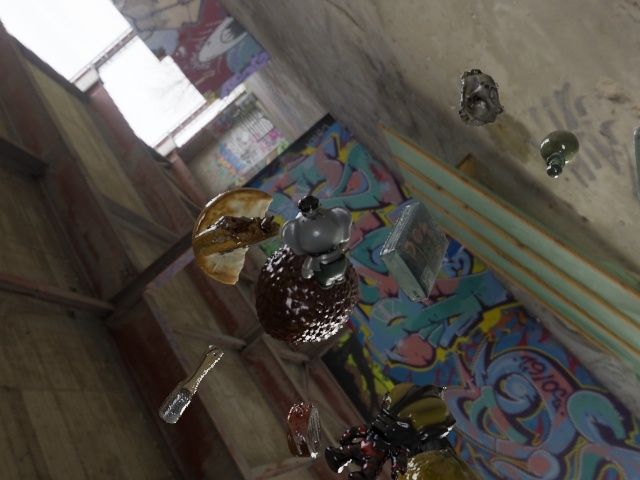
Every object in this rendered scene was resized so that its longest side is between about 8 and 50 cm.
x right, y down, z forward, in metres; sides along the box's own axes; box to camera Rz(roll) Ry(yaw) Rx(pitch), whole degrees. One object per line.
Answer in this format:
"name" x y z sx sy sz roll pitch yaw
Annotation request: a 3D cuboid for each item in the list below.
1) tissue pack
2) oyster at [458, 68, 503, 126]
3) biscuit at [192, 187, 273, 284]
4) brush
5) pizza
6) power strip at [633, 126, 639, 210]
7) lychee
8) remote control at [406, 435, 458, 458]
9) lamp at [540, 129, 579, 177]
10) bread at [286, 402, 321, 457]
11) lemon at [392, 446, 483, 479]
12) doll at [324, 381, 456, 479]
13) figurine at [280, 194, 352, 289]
"tissue pack" 0.348 0.034 1.701 0.228 0.103 0.316 55 -137 -19
"oyster" 0.403 -0.364 1.191 0.053 0.108 0.166 26 -115 -71
"biscuit" -0.280 -0.026 1.414 0.204 0.309 0.040 19 -170 -38
"brush" -0.431 0.488 1.577 0.070 0.327 0.065 32 -170 -31
"pizza" -0.172 -0.021 1.006 0.154 0.193 0.069 -27 81 56
"power strip" 0.632 -0.031 0.846 0.091 0.386 0.062 -9 160 42
"lychee" -0.034 0.128 1.152 0.261 0.260 0.260 50 -179 -1
"remote control" 0.372 0.715 1.313 0.399 0.144 0.062 60 153 2
"lamp" 0.588 -0.207 1.172 0.090 0.163 0.091 19 139 17
"bread" -0.047 0.580 1.443 0.160 0.073 0.161 -6 -90 -73
"lemon" 0.215 0.491 0.854 0.192 0.231 0.192 14 180 0
"doll" 0.127 0.307 0.775 0.127 0.248 0.088 49 145 30
"figurine" 0.000 0.000 0.935 0.126 0.147 0.193 -123 16 -64
